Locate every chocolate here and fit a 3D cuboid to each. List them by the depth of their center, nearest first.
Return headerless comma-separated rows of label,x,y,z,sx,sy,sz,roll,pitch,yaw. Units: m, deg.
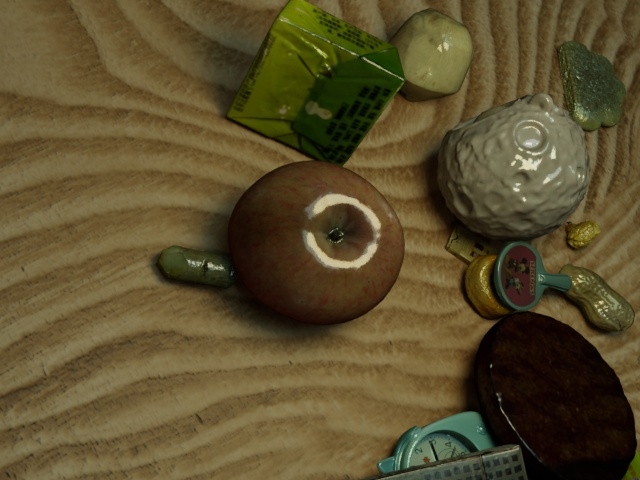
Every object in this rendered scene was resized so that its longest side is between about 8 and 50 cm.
chocolate,-0.010,-0.334,1.727,0.288,0.301,0.137,23,47,-14

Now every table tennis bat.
table tennis bat,0.475,0.084,1.826,0.244,0.040,0.153,10,82,-34

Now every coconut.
coconut,0.255,-0.437,1.957,0.224,0.224,0.224,10,64,-20

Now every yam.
yam,-0.240,0.051,1.574,0.146,0.070,0.070,12,63,-21

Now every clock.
clock,0.234,0.463,1.592,0.274,0.094,0.224,-4,69,-24

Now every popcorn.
popcorn,0.639,-0.022,2.010,0.084,0.084,0.084,10,64,-20

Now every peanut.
peanut,0.649,0.138,1.930,0.214,0.090,0.098,43,86,0

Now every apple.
apple,0.000,0.000,1.582,0.344,0.269,0.345,13,61,-25

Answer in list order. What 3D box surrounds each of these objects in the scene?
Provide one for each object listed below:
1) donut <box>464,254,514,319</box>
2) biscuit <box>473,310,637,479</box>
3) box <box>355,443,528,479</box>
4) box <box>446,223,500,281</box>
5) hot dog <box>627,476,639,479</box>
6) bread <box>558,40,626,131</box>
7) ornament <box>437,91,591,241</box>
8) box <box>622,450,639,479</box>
donut,0.397,0.102,1.831,0.152,0.058,0.152,5,78,-26
biscuit,0.490,0.341,1.722,0.407,0.091,0.407,20,49,-24
box,0.235,0.495,1.491,0.325,0.047,0.180,-8,81,-16
box,0.361,0.029,1.887,0.149,0.020,0.073,34,59,-7
hot dog,0.633,0.558,1.696,0.191,0.059,0.108,-5,65,-24
bread,0.761,-0.428,2.260,0.207,0.056,0.286,3,68,-22
ornament,0.433,-0.152,1.821,0.337,0.337,0.337,10,64,-20
box,0.580,0.563,1.729,0.335,0.047,0.187,-18,76,-31
